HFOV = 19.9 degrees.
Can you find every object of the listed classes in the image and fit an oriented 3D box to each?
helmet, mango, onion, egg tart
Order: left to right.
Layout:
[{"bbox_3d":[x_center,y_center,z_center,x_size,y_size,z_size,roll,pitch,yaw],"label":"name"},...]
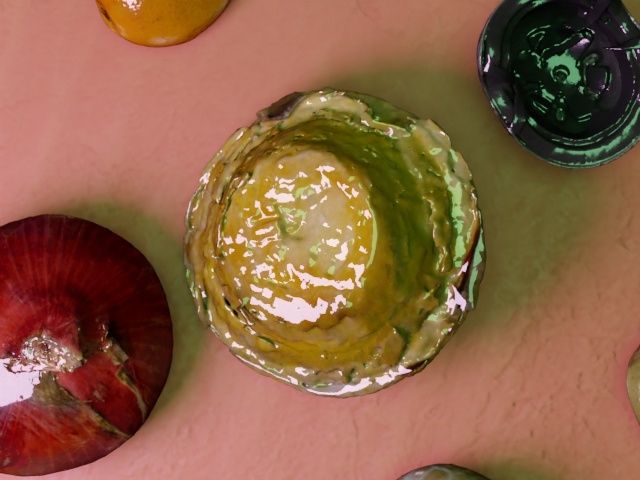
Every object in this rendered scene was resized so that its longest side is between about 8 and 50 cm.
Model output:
[{"bbox_3d":[-0.253,0.092,1.638,0.248,0.161,0.248,-3,68,6],"label":"onion"},{"bbox_3d":[-0.130,-0.281,1.664,0.141,0.102,0.217,27,91,-5],"label":"mango"},{"bbox_3d":[0.000,0.000,1.613,0.294,0.116,0.295,-2,85,22],"label":"egg tart"},{"bbox_3d":[0.215,-0.158,1.658,0.153,0.107,0.177,-32,107,-3],"label":"helmet"}]

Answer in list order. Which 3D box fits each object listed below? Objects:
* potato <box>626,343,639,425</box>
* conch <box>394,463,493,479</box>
[{"bbox_3d":[0.348,0.105,1.658,0.105,0.085,0.188,34,85,-1],"label":"potato"},{"bbox_3d":[0.116,0.256,1.650,0.173,0.106,0.116,-11,111,18],"label":"conch"}]
